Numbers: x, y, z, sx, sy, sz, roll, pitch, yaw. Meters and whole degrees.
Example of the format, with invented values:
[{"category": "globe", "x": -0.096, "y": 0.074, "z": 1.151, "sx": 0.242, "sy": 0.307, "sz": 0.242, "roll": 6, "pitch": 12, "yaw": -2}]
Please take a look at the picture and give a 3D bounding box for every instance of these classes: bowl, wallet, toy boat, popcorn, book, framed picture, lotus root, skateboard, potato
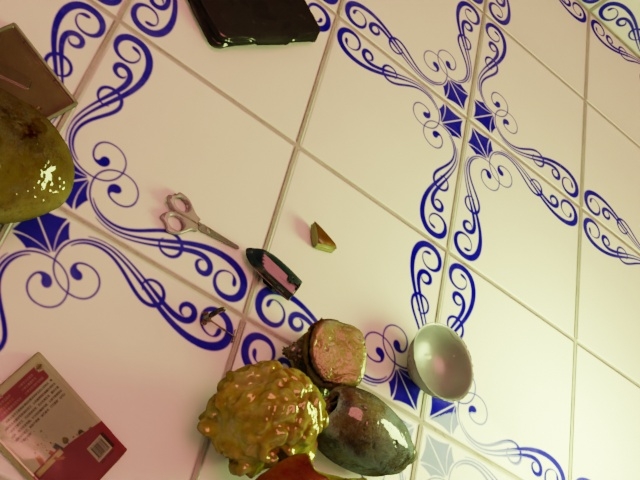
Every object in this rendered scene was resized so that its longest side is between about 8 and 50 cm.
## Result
[{"category": "bowl", "x": 0.258, "y": 0.289, "z": 2.093, "sx": 0.189, "sy": 0.086, "sz": 0.189, "roll": 19, "pitch": 58, "yaw": -32}, {"category": "wallet", "x": -0.155, "y": -0.565, "z": 2.239, "sx": 0.377, "sy": 0.051, "sz": 0.197, "roll": -18, "pitch": 76, "yaw": -46}, {"category": "toy boat", "x": -0.104, "y": 0.064, "z": 1.928, "sx": 0.141, "sy": 0.060, "sz": 0.055, "roll": 43, "pitch": 45, "yaw": -4}, {"category": "popcorn", "x": -0.102, "y": 0.338, "z": 1.677, "sx": 0.235, "sy": 0.181, "sz": 0.217, "roll": -23, "pitch": 125, "yaw": -13}, {"category": "book", "x": -0.448, "y": 0.319, "z": 1.510, "sx": 0.232, "sy": 0.022, "sz": 0.162, "roll": 50, "pitch": 43, "yaw": -7}, {"category": "framed picture", "x": -0.583, "y": -0.314, "z": 1.753, "sx": 0.203, "sy": 0.015, "sz": 0.150, "roll": 52, "pitch": 45, "yaw": -6}, {"category": "lotus root", "x": 0.102, "y": 0.407, "z": 1.841, "sx": 0.322, "sy": 0.158, "sz": 0.140, "roll": 39, "pitch": 21, "yaw": -35}, {"category": "skateboard", "x": -0.188, "y": 0.164, "z": 1.801, "sx": 0.083, "sy": 0.064, "sz": 0.032, "roll": 41, "pitch": 37, "yaw": -31}, {"category": "potato", "x": -0.587, "y": -0.155, "z": 1.523, "sx": 0.359, "sy": 0.219, "sz": 0.270, "roll": 5, "pitch": 73, "yaw": -47}]

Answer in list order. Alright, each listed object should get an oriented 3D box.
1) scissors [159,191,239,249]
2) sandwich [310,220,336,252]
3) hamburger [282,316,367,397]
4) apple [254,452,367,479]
[{"category": "scissors", "x": -0.246, "y": -0.027, "z": 1.887, "sx": 0.189, "sy": 0.015, "sz": 0.100, "roll": 31, "pitch": 51, "yaw": -27}, {"category": "sandwich", "x": 0.000, "y": 0.000, "z": 2.070, "sx": 0.083, "sy": 0.031, "sz": 0.044, "roll": 48, "pitch": 41, "yaw": -6}, {"category": "hamburger", "x": 0.002, "y": 0.244, "z": 1.874, "sx": 0.184, "sy": 0.131, "sz": 0.159, "roll": 18, "pitch": 65, "yaw": -26}, {"category": "apple", "x": -0.033, "y": 0.496, "z": 1.619, "sx": 0.246, "sy": 0.226, "sz": 0.246, "roll": 6, "pitch": 80, "yaw": -36}]
